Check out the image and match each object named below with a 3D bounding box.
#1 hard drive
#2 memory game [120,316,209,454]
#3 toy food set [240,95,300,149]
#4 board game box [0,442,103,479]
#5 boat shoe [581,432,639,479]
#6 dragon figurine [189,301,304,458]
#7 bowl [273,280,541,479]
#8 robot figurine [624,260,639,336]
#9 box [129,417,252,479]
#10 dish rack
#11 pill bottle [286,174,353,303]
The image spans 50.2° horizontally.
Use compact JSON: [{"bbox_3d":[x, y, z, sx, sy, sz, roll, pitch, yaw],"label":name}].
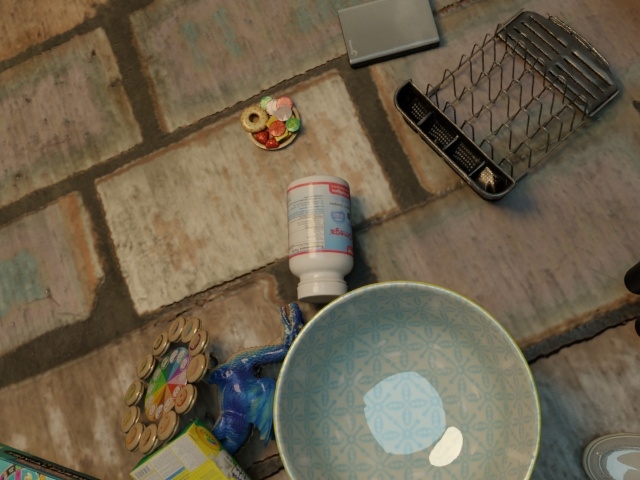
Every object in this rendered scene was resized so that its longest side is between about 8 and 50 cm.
[{"bbox_3d":[0.100,-0.316,1.015,0.135,0.022,0.094,-14,74,5],"label":"hard drive"},{"bbox_3d":[-0.201,0.182,0.872,0.186,0.012,0.186,-34,38,32],"label":"memory game"},{"bbox_3d":[-0.070,-0.174,1.006,0.082,0.020,0.083,-34,72,-1],"label":"toy food set"},{"bbox_3d":[-0.382,0.417,0.867,0.335,0.079,0.254,15,78,12],"label":"board game box"},{"bbox_3d":[0.421,0.272,0.777,0.227,0.081,0.079,11,77,11],"label":"boat shoe"},{"bbox_3d":[-0.085,0.216,0.870,0.143,0.085,0.289,3,76,10],"label":"dragon figurine"},{"bbox_3d":[0.100,0.204,0.807,0.289,0.156,0.290,-2,74,8],"label":"bowl"},{"bbox_3d":[0.505,0.051,0.779,0.278,0.174,0.209,-9,113,7],"label":"robot figurine"},{"bbox_3d":[-0.132,0.314,0.827,0.105,0.043,0.179,-37,93,17],"label":"box"},{"bbox_3d":[0.260,-0.198,0.933,0.271,0.074,0.208,-40,74,-3],"label":"dish rack"},{"bbox_3d":[0.000,0.000,0.913,0.087,0.087,0.160,-5,75,8],"label":"pill bottle"}]
